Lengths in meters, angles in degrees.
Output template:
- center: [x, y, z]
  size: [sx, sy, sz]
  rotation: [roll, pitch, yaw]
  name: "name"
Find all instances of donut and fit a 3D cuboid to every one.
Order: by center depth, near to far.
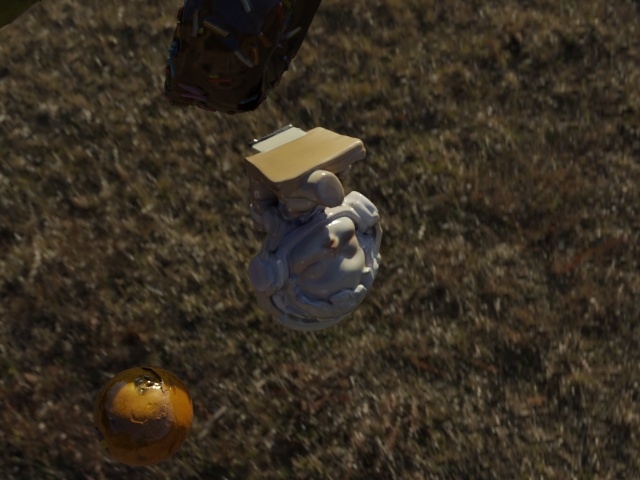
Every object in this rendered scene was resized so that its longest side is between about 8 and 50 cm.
- center: [-0.057, -0.215, 1.116]
  size: [0.089, 0.235, 0.235]
  rotation: [26, 72, 2]
  name: "donut"

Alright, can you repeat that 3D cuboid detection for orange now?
- center: [-0.143, 0.143, 0.993]
  size: [0.083, 0.083, 0.083]
  rotation: [-5, 64, 10]
  name: "orange"

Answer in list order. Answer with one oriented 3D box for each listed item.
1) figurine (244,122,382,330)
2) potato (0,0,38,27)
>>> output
- center: [-0.002, -0.001, 1.283]
  size: [0.162, 0.237, 0.141]
  rotation: [-25, 37, -25]
  name: "figurine"
- center: [-0.308, -0.282, 1.190]
  size: [0.117, 0.090, 0.225]
  rotation: [43, 92, -10]
  name: "potato"
